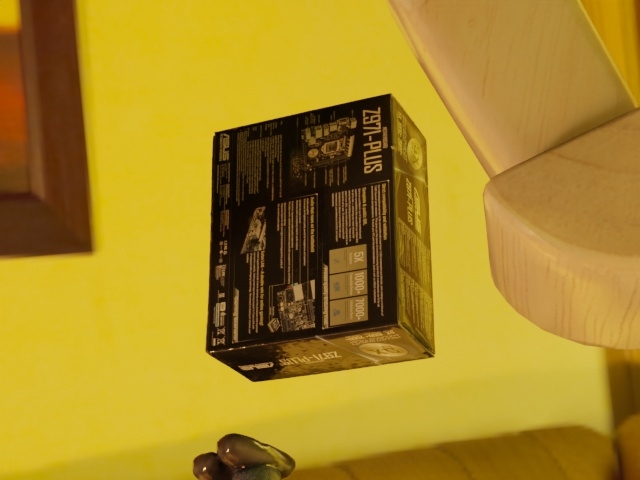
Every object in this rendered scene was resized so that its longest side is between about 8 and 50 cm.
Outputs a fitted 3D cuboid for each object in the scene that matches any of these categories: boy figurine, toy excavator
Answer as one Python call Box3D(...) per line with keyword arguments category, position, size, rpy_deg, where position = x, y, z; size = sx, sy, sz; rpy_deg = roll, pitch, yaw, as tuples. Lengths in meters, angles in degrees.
Box3D(category="boy figurine", position=(-0.096, 0.328, 1.137), size=(0.092, 0.285, 0.177), rpy_deg=(29, -41, -20))
Box3D(category="toy excavator", position=(0.096, -0.226, 0.545), size=(0.433, 0.445, 0.222), rpy_deg=(35, -13, 22))

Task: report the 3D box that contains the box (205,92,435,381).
Box3D(category="box", position=(0.000, 0.000, 0.906), size=(0.147, 0.180, 0.077), rpy_deg=(-11, -26, 21))
